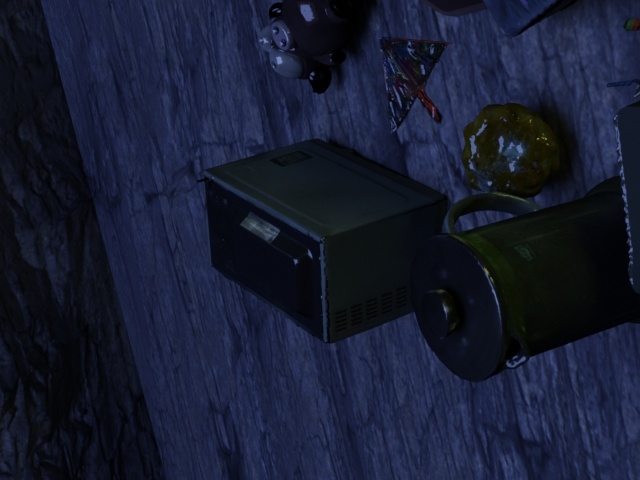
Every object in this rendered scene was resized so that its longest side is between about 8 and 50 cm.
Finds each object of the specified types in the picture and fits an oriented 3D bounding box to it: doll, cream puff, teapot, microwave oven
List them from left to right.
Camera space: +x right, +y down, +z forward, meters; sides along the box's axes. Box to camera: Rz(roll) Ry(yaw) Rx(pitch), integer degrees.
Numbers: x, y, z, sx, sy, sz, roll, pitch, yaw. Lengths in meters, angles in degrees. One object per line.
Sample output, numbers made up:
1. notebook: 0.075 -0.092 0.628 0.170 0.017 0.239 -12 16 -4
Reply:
1. doll: -0.014 -0.358 1.972 0.182 0.117 0.257 63 147 7
2. microwave oven: 0.000 0.000 1.972 0.355 0.286 0.218 29 130 46
3. cream puff: 0.268 -0.122 1.626 0.146 0.116 0.146 4 102 19
4. teapot: 0.261 0.031 1.482 0.270 0.337 0.200 51 143 36

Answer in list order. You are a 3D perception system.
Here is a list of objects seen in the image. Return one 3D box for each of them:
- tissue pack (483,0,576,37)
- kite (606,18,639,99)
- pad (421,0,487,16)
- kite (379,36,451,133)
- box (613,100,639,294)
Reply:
1. tissue pack: 0.250 -0.404 1.369 0.259 0.122 0.361 64 171 1
2. kite: 0.400 -0.246 1.341 0.160 0.010 0.182 24 95 61
3. pad: 0.131 -0.386 1.616 0.176 0.266 0.002 -1 65 59
4. kite: 0.142 -0.261 1.864 0.189 0.009 0.232 59 148 24
5. box: 0.433 -0.066 1.302 0.138 0.178 0.274 8 112 58
